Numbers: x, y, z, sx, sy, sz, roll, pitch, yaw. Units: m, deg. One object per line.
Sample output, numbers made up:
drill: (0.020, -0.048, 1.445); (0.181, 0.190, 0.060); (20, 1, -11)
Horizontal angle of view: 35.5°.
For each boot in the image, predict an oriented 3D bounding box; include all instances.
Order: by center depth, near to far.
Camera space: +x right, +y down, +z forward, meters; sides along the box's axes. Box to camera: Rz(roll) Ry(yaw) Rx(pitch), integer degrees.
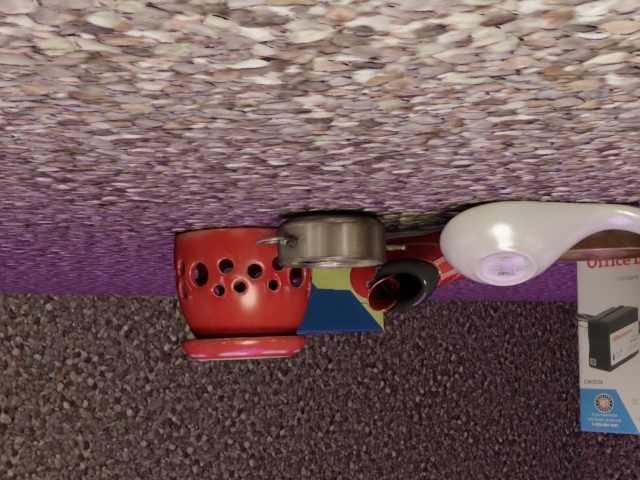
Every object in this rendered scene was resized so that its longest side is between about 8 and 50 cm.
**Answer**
boot: (0.084, 0.050, 1.295); (0.176, 0.088, 0.244); (-28, -175, -39)

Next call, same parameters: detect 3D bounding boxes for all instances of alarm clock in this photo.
alarm clock: (0.000, 0.000, 1.173); (0.129, 0.064, 0.192); (-7, 175, 43)

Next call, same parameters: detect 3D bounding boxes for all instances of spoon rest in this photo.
spoon rest: (0.276, 0.002, 1.148); (0.277, 0.084, 0.137); (2, 143, 7)

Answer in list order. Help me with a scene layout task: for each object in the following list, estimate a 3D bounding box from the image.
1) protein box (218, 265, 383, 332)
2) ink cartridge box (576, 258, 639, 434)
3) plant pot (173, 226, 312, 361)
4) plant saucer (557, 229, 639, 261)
protein box: (-0.036, 0.087, 1.650); (0.200, 0.135, 0.201); (2, 173, -35)
ink cartridge box: (0.534, 0.152, 1.589); (0.129, 0.307, 0.223); (6, 171, -37)
plant pot: (-0.102, 0.075, 1.364); (0.191, 0.174, 0.191); (-4, 174, 0)
plant saucer: (0.404, 0.005, 1.456); (0.199, 0.036, 0.198); (-2, 175, 0)
